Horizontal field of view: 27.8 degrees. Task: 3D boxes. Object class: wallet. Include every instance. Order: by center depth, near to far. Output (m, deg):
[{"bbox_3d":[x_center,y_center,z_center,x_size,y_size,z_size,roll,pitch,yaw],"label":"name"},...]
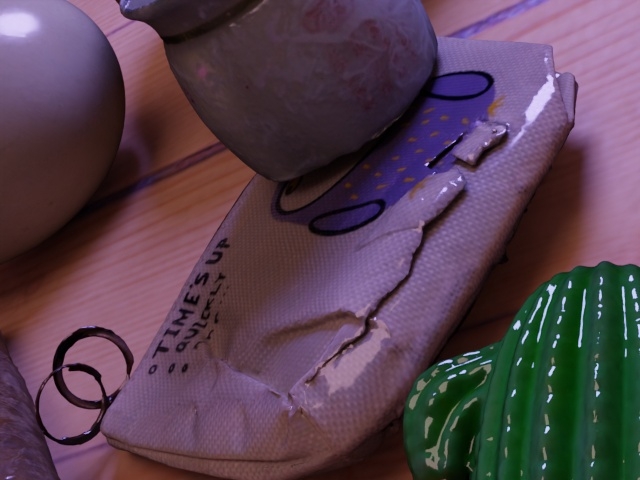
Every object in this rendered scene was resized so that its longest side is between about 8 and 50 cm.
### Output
[{"bbox_3d":[0.001,0.002,0.737,0.275,0.068,0.335,8,59,53],"label":"wallet"}]

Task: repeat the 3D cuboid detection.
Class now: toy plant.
[{"bbox_3d":[0.116,0.111,0.482,0.155,0.088,0.240,-24,44,5],"label":"toy plant"}]

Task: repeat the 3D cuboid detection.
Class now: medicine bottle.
[{"bbox_3d":[-0.024,-0.130,0.756,0.147,0.143,0.147,-32,25,17],"label":"medicine bottle"}]

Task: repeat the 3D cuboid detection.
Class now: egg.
[{"bbox_3d":[-0.263,-0.079,0.997,0.253,0.189,0.188,-48,33,8],"label":"egg"}]

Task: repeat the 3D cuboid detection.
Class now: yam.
[{"bbox_3d":[-0.215,0.121,0.820,0.081,0.081,0.357,-46,30,-1],"label":"yam"}]

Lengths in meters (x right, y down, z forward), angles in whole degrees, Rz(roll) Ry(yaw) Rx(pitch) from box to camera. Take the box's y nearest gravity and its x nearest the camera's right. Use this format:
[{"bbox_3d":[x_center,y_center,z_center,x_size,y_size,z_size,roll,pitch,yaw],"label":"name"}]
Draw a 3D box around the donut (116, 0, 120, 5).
[{"bbox_3d":[-0.024,-0.282,0.980,0.360,0.170,0.360,-30,35,24],"label":"donut"}]
